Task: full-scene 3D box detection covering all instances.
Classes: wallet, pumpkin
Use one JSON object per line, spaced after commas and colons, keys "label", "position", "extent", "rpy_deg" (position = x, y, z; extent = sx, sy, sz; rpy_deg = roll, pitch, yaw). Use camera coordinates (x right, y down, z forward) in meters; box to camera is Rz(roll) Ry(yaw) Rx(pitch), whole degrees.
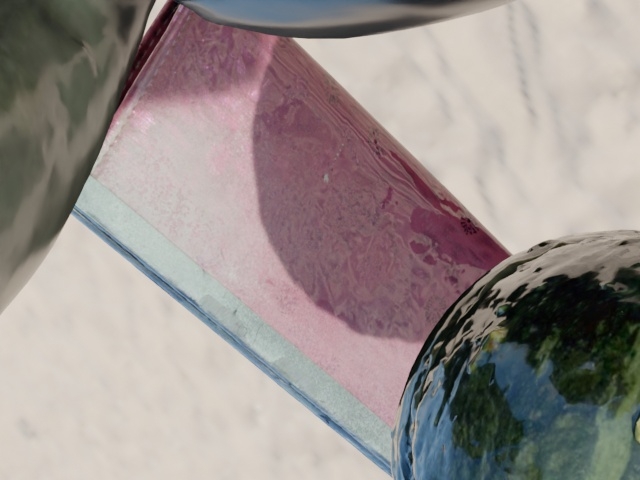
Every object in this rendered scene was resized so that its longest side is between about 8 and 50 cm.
{"label": "wallet", "position": [0.000, 0.000, 0.819], "extent": [0.232, 0.119, 0.025], "rpy_deg": [42, 157, -31]}
{"label": "pumpkin", "position": [0.109, 0.072, 0.567], "extent": [0.190, 0.190, 0.146], "rpy_deg": [31, 107, 38]}

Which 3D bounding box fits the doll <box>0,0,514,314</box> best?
{"label": "doll", "position": [-0.041, -0.092, 0.511], "extent": [0.252, 0.379, 0.382], "rpy_deg": [22, -172, -3]}
